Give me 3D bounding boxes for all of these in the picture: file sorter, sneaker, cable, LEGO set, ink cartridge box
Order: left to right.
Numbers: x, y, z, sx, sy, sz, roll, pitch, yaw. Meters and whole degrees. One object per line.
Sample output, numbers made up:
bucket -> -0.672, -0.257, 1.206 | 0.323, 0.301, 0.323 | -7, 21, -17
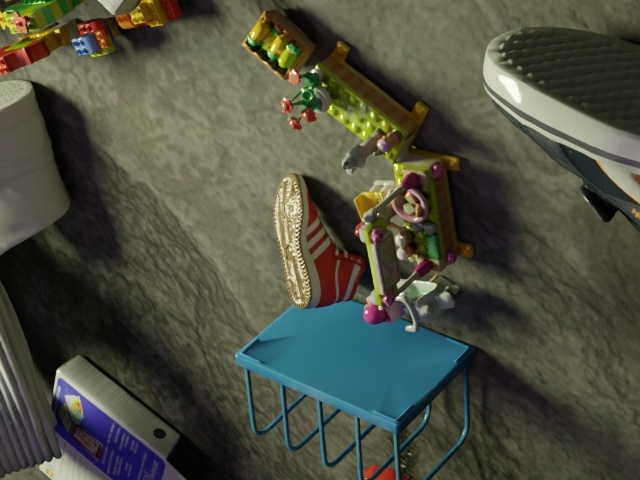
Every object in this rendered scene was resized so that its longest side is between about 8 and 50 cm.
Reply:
sneaker -> -0.395, -0.036, 1.557 | 0.292, 0.108, 0.169 | -16, 121, 2
cable -> -0.355, 0.126, 1.679 | 0.257, 0.089, 0.257 | -133, 25, -58
ink cartridge box -> -0.220, 0.256, 1.772 | 0.208, 0.045, 0.206 | 39, 140, 17
sneaker -> 0.000, 0.000, 1.371 | 0.042, 0.067, 0.118 | -18, 77, 51
LEGO set -> 0.024, -0.049, 1.248 | 0.132, 0.107, 0.287 | -12, 112, 47
file sorter -> 0.032, 0.135, 1.377 | 0.170, 0.118, 0.104 | 21, 132, 31
sneaker -> 0.243, -0.032, 1.040 | 0.321, 0.126, 0.127 | 26, 130, 24

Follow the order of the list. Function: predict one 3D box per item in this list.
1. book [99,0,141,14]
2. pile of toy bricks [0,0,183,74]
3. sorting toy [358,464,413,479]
book -> -0.151, -0.265, 1.254 | 0.096, 0.035, 0.144 | 44, 114, 8
pile of toy bricks -> -0.229, -0.203, 1.363 | 0.212, 0.105, 0.118 | -3, 118, 44
sorting toy -> 0.125, 0.309, 1.405 | 0.257, 0.089, 0.255 | 22, 154, 30
